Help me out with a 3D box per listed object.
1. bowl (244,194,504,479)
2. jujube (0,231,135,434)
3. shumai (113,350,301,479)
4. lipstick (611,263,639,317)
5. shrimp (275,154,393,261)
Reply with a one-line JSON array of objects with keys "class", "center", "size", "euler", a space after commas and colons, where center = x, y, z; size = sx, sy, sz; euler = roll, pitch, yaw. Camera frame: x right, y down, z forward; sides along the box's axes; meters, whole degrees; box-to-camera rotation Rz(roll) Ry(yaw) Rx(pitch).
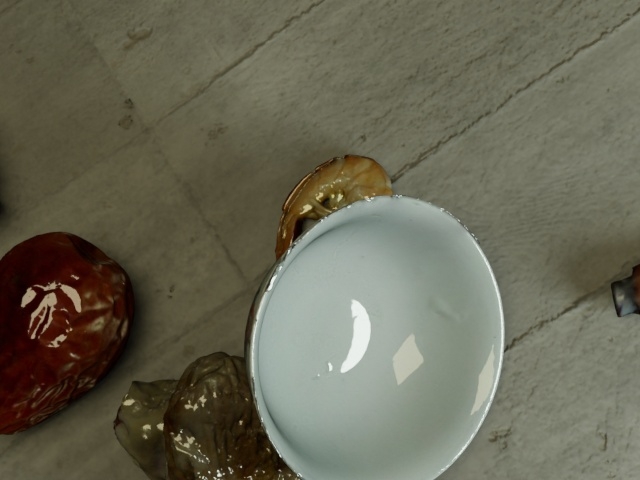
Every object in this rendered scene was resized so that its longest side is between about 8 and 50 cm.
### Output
[{"class": "bowl", "center": [0.032, 0.113, 1.755], "size": [0.157, 0.346, 0.345], "euler": [10, 79, 57]}, {"class": "jujube", "center": [-0.339, 0.117, 1.879], "size": [0.190, 0.190, 0.255], "euler": [41, 107, 17]}, {"class": "shumai", "center": [-0.126, 0.225, 1.828], "size": [0.184, 0.218, 0.185], "euler": [-55, 33, -7]}, {"class": "lipstick", "center": [0.535, 0.022, 1.725], "size": [0.418, 0.077, 0.077], "euler": [-13, 76, 12]}, {"class": "shrimp", "center": [-0.001, -0.001, 1.870], "size": [0.133, 0.053, 0.236], "euler": [26, 83, 15]}]
